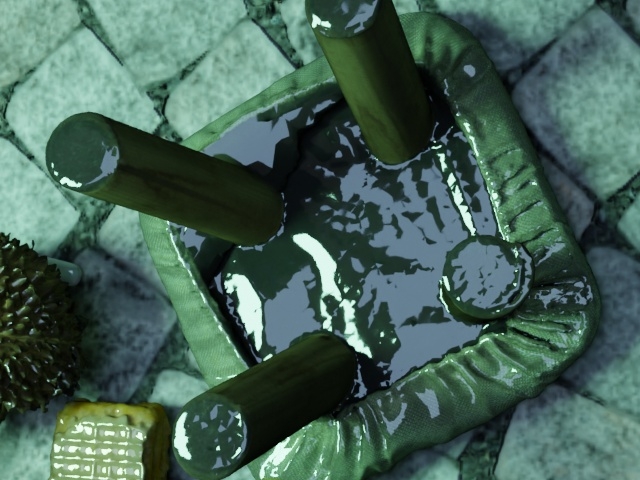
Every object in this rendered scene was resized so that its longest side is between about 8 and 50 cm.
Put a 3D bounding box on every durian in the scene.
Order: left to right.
[{"bbox_3d":[-0.279,0.075,1.401,0.196,0.196,0.167,-42,70,12],"label":"durian"}]

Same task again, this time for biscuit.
[{"bbox_3d":[-0.173,0.312,1.408,0.094,0.054,0.378,1,84,20],"label":"biscuit"}]

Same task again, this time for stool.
[{"bbox_3d":[0.000,0.000,1.288,0.310,0.226,0.310,-30,73,15],"label":"stool"}]

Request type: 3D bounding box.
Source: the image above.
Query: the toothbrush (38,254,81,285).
[{"bbox_3d":[-0.325,0.000,1.517,0.286,0.025,0.020,12,89,21],"label":"toothbrush"}]

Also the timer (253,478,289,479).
[{"bbox_3d":[-0.085,0.376,1.214,0.376,0.376,0.387,-23,82,17],"label":"timer"}]
